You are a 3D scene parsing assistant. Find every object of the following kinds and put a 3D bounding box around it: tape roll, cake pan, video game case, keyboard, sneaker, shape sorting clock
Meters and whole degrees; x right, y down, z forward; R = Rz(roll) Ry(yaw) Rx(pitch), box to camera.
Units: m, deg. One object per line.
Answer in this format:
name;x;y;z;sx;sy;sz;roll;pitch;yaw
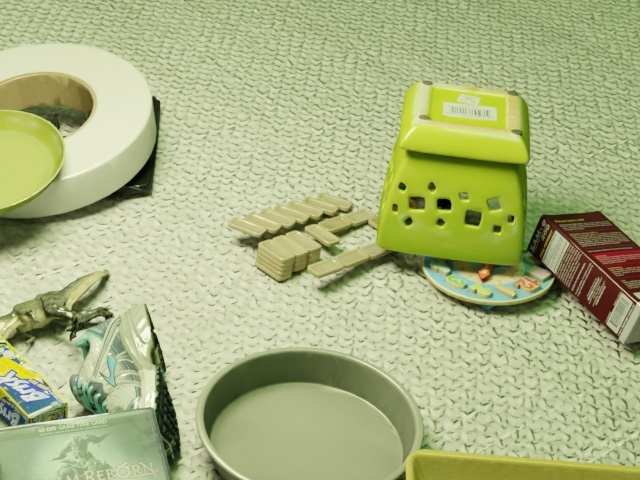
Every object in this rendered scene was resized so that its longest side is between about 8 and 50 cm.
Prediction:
tape roll;-0.463;-0.188;2.346;0.392;0.072;0.392;-2;43;2
cake pan;-0.015;0.247;1.848;0.293;0.054;0.293;4;34;-3
video game case;-0.254;0.324;1.631;0.196;0.026;0.274;-6;57;-22
keyboard;-0.376;-0.166;2.426;0.201;0.033;0.317;4;33;-5
sneaker;-0.256;0.204;1.858;0.122;0.110;0.283;-18;35;-2
shape sorting clock;0.259;0.038;2.211;0.206;0.040;0.206;4;34;-3

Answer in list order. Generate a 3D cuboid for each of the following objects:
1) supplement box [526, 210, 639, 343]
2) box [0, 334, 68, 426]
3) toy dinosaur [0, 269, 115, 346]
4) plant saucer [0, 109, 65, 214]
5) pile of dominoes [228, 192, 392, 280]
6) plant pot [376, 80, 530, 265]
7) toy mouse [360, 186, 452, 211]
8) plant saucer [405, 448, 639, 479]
supplement box;0.436;0.051;2.158;0.130;0.073;0.239;-4;38;-35
box;-0.396;0.195;1.865;0.059;0.054;0.169;-22;42;-35
toy dinosaur;-0.356;0.100;2.012;0.118;0.064;0.268;21;33;32
plant saucer;-0.505;-0.110;2.184;0.241;0.037;0.241;-1;44;1
pile of dominoes;0.000;0.000;2.252;0.196;0.040;0.251;32;33;34
plant pot;0.214;-0.114;2.215;0.228;0.207;0.227;8;31;3
toy mouse;0.169;-0.070;2.365;0.161;0.031;0.143;27;40;28
plant saucer;0.262;0.392;1.653;0.333;0.081;0.333;5;33;-1
